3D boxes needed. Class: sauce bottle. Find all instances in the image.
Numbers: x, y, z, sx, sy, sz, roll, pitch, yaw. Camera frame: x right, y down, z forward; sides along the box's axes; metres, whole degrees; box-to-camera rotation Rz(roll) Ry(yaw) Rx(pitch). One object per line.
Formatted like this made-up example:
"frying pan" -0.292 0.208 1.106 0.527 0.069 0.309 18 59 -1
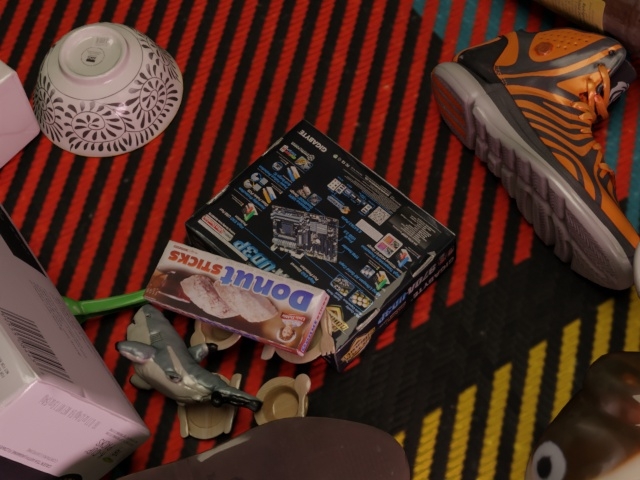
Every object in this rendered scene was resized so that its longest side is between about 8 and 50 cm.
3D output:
"sauce bottle" 0.323 -0.256 1.383 0.111 0.111 0.344 -37 52 -15

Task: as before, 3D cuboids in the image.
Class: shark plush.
"shark plush" -0.125 0.114 1.248 0.161 0.073 0.067 20 57 35

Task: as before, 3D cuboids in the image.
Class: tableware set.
"tableware set" -0.066 0.120 1.256 0.169 0.020 0.141 -2 71 24

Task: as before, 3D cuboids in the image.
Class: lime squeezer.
"lime squeezer" -0.259 0.127 1.295 0.110 0.059 0.310 41 67 -10

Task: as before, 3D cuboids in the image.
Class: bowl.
"bowl" -0.240 -0.182 1.444 0.170 0.080 0.170 -2 61 3

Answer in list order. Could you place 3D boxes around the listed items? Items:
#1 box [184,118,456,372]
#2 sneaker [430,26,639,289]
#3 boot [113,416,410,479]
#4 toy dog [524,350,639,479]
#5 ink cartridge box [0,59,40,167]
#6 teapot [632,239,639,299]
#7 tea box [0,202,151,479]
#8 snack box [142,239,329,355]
"box" 0.000 0.000 1.335 0.220 0.051 0.175 39 71 23
"sneaker" 0.265 -0.108 1.332 0.180 0.124 0.321 -29 62 -10
"boot" -0.071 0.225 1.186 0.305 0.115 0.112 -7 80 -21
"toy dog" 0.360 0.242 1.040 0.408 0.284 0.395 20 51 15
"ink cartridge box" -0.505 -0.177 1.441 0.353 0.119 0.207 36 70 22
"teapot" 0.448 0.056 1.158 0.252 0.256 0.187 43 66 -23
"tea box" -0.392 0.126 1.163 0.323 0.220 0.329 -40 63 2
"snack box" -0.082 0.054 1.265 0.178 0.022 0.064 17 73 26
